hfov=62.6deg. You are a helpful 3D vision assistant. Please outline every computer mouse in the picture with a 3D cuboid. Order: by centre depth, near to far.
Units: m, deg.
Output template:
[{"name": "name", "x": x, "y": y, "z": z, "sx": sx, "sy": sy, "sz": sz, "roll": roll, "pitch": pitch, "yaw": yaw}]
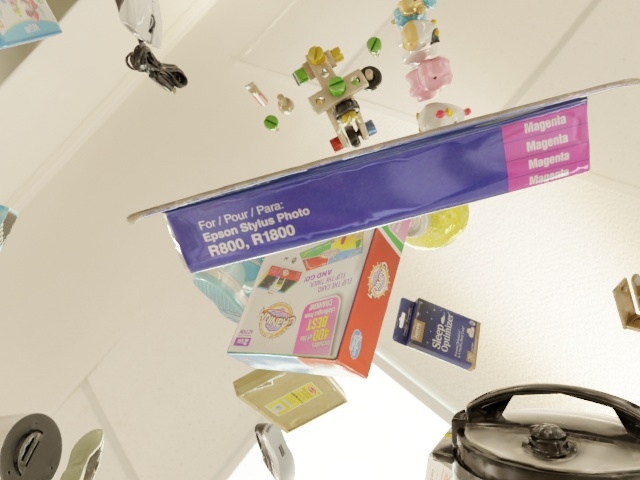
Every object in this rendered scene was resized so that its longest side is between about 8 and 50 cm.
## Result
[{"name": "computer mouse", "x": -0.220, "y": -0.280, "z": 0.656, "sx": 0.042, "sy": 0.106, "sz": 0.192, "roll": -25, "pitch": -103, "yaw": 15}]

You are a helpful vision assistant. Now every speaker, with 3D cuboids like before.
[{"name": "speaker", "x": -0.255, "y": 0.153, "z": 0.370, "sx": 0.136, "sy": 0.055, "sz": 0.055, "roll": -10, "pitch": -127, "yaw": 15}]

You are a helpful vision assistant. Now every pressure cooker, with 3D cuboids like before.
[{"name": "pressure cooker", "x": 0.411, "y": 0.451, "z": 0.874, "sx": 0.370, "sy": 0.375, "sz": 0.420, "roll": -3, "pitch": -92, "yaw": -10}]

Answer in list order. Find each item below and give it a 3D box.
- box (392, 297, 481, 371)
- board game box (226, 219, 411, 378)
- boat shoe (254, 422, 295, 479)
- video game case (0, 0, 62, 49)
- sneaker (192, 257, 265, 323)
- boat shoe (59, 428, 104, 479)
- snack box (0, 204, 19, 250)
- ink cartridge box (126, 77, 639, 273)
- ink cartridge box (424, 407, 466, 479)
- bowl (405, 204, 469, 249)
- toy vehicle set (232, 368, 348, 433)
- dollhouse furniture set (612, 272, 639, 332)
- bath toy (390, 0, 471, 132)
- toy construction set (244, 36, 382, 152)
[{"name": "box", "x": 0.306, "y": 0.239, "z": 1.376, "sx": 0.225, "sy": 0.036, "sz": 0.136, "roll": 21, "pitch": -123, "yaw": -4}, {"name": "board game box", "x": 0.005, "y": 0.038, "z": 0.787, "sx": 0.242, "sy": 0.064, "sz": 0.316, "roll": -9, "pitch": -127, "yaw": 47}, {"name": "boat shoe", "x": -0.138, "y": 0.619, "z": 1.517, "sx": 0.076, "sy": 0.228, "sz": 0.080, "roll": 0, "pitch": -152, "yaw": 34}, {"name": "video game case", "x": -0.334, "y": -0.281, "z": 0.522, "sx": 0.015, "sy": 0.166, "sz": 0.119, "roll": -17, "pitch": -154, "yaw": 11}, {"name": "sneaker", "x": -0.164, "y": 0.083, "z": 1.250, "sx": 0.127, "sy": 0.319, "sz": 0.208, "roll": 15, "pitch": -116, "yaw": 20}, {"name": "boat shoe", "x": -0.671, "y": 0.637, "z": 1.497, "sx": 0.081, "sy": 0.068, "sz": 0.227, "roll": -10, "pitch": -157, "yaw": 4}, {"name": "snack box", "x": -0.806, "y": 0.049, "z": 1.109, "sx": 0.187, "sy": 0.060, "sz": 0.321, "roll": 20, "pitch": -102, "yaw": -4}, {"name": "ink cartridge box", "x": 0.046, "y": -0.048, "z": 0.477, "sx": 0.324, "sy": 0.071, "sz": 0.330, "roll": -14, "pitch": -172, "yaw": 5}, {"name": "ink cartridge box", "x": 0.291, "y": 0.482, "z": 1.160, "sx": 0.067, "sy": 0.115, "sz": 0.198, "roll": 25, "pitch": -137, "yaw": 34}, {"name": "bowl", "x": 0.313, "y": -0.087, "z": 1.698, "sx": 0.290, "sy": 0.289, "sz": 0.156, "roll": 5, "pitch": -159, "yaw": 36}, {"name": "toy vehicle set", "x": -0.055, "y": 0.329, "z": 1.137, "sx": 0.166, "sy": 0.266, "sz": 0.035, "roll": -28, "pitch": -130, "yaw": 2}, {"name": "dollhouse furniture set", "x": 0.814, "y": 0.139, "z": 1.243, "sx": 0.144, "sy": 0.123, "sz": 0.151, "roll": -37, "pitch": -157, "yaw": -22}, {"name": "bath toy", "x": 0.269, "y": -0.413, "z": 1.278, "sx": 0.129, "sy": 0.151, "sz": 0.348, "roll": -16, "pitch": -96, "yaw": 29}, {"name": "toy construction set", "x": -0.016, "y": -0.338, "z": 1.170, "sx": 0.309, "sy": 0.237, "sz": 0.257, "roll": -3, "pitch": -93, "yaw": 9}]
